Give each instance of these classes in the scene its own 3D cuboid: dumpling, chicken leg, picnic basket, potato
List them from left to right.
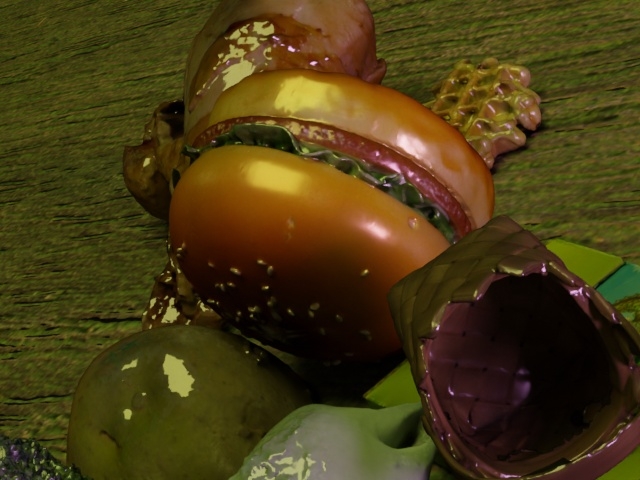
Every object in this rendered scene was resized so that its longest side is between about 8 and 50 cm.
[{"bbox_3d":[-0.117,0.123,1.168,0.202,0.117,0.182,-11,34,33],"label":"potato"},{"bbox_3d":[-0.094,-0.059,1.466,0.295,0.182,0.409,-21,42,40],"label":"chicken leg"},{"bbox_3d":[-0.013,0.162,0.950,0.219,0.108,0.153,-34,7,-30],"label":"dumpling"},{"bbox_3d":[0.114,0.077,0.868,0.128,0.138,0.178,-32,24,6],"label":"picnic basket"}]

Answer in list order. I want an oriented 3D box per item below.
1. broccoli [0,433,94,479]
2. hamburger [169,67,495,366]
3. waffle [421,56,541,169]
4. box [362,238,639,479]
[{"bbox_3d":[-0.254,0.212,1.095,0.176,0.226,0.198,-67,-15,2],"label":"broccoli"},{"bbox_3d":[0.001,0.000,1.144,0.246,0.246,0.170,-4,53,43],"label":"hamburger"},{"bbox_3d":[0.111,-0.097,1.399,0.192,0.046,0.160,-37,28,-14],"label":"waffle"},{"bbox_3d":[0.184,0.098,0.971,0.187,0.047,0.335,-39,26,-16],"label":"box"}]
